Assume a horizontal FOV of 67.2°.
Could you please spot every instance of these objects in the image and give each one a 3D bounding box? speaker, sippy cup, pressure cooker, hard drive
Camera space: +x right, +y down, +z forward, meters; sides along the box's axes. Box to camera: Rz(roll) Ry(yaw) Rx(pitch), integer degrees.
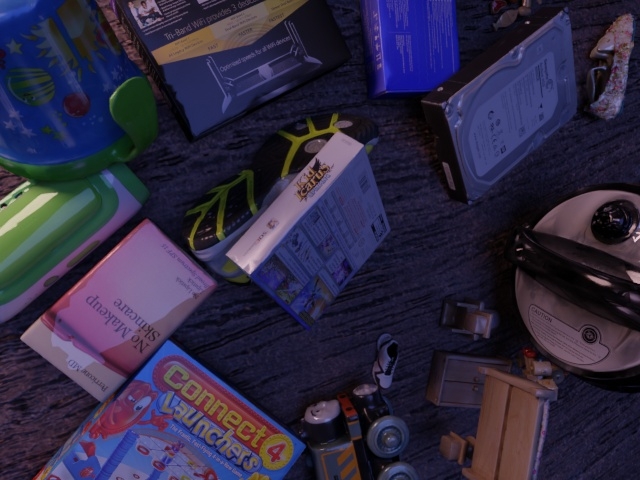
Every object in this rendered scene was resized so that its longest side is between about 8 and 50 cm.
[{"bbox_3d":[-0.395,-0.012,0.689,0.296,0.131,0.131,-43,106,-12],"label":"speaker"},{"bbox_3d":[-0.350,-0.229,0.591,0.305,0.224,0.240,-1,62,-4],"label":"sippy cup"},{"bbox_3d":[0.572,0.083,0.896,0.420,0.370,0.375,11,62,-31],"label":"pressure cooker"},{"bbox_3d":[0.362,-0.258,0.934,0.339,0.064,0.237,-39,128,-14],"label":"hard drive"}]

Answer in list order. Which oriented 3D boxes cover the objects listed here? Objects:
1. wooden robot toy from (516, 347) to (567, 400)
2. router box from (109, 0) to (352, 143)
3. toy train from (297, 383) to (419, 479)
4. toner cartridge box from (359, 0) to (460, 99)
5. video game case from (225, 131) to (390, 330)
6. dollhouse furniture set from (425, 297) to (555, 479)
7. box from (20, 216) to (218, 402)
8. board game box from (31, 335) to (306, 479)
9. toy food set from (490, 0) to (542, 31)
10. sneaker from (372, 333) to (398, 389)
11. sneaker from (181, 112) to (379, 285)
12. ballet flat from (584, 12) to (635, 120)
[{"bbox_3d":[0.434,0.250,0.924,0.079,0.173,0.076,-2,92,8],"label":"wooden robot toy"},{"bbox_3d":[-0.136,-0.338,0.783,0.309,0.081,0.243,-31,103,-15],"label":"router box"},{"bbox_3d":[0.074,0.435,0.885,0.190,0.142,0.334,-14,98,-9],"label":"toy train"},{"bbox_3d":[0.160,-0.443,0.886,0.165,0.075,0.348,-7,96,-21],"label":"toner cartridge box"},{"bbox_3d":[0.000,0.000,0.779,0.244,0.061,0.269,-50,151,-11],"label":"video game case"},{"bbox_3d":[0.367,0.282,0.858,0.174,0.355,0.303,10,89,-21],"label":"dollhouse furniture set"},{"bbox_3d":[-0.293,0.095,0.730,0.232,0.127,0.148,-47,107,-12],"label":"box"},{"bbox_3d":[-0.234,0.361,0.775,0.308,0.086,0.302,43,76,-16],"label":"board game box"},{"bbox_3d":[0.396,-0.492,0.995,0.122,0.019,0.078,-28,110,-7],"label":"toy food set"},{"bbox_3d":[0.128,0.239,0.935,0.040,0.044,0.109,0,95,-22],"label":"sneaker"},{"bbox_3d":[-0.052,-0.082,0.822,0.385,0.145,0.147,-38,135,-16],"label":"sneaker"},{"bbox_3d":[0.633,-0.385,1.059,0.077,0.091,0.241,9,87,2],"label":"ballet flat"}]
